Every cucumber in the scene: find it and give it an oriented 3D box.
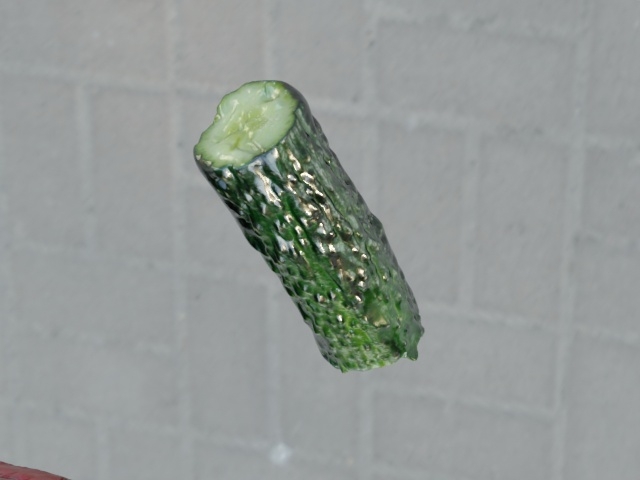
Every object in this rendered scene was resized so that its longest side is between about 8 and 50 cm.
[{"bbox_3d":[0.001,0.000,0.870,0.058,0.058,0.187,-1,149,20],"label":"cucumber"}]

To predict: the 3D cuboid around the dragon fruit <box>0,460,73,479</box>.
[{"bbox_3d":[-0.279,0.258,1.017,0.386,0.371,0.249,-2,102,1],"label":"dragon fruit"}]
